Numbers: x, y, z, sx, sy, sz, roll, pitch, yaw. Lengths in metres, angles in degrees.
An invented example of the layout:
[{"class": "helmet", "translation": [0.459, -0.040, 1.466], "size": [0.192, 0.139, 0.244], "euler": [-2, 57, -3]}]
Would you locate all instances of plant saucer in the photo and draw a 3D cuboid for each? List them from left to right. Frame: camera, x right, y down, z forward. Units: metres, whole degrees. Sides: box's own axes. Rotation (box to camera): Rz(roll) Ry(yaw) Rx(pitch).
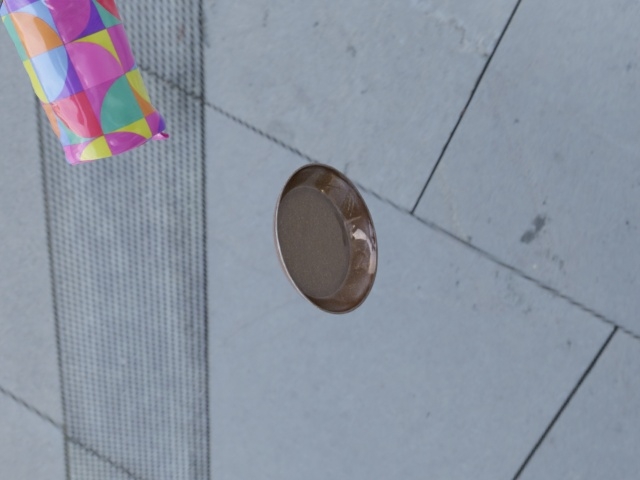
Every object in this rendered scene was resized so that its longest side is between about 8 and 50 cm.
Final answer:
[{"class": "plant saucer", "translation": [0.000, 0.000, 1.355], "size": [0.036, 0.198, 0.198], "euler": [-15, 107, 39]}]

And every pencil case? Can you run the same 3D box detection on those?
[{"class": "pencil case", "translation": [-0.219, -0.180, 0.921], "size": [0.104, 0.104, 0.236], "euler": [-13, 108, 25]}]

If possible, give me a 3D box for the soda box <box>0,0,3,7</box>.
[{"class": "soda box", "translation": [-0.302, -0.128, 0.794], "size": [0.063, 0.058, 0.183], "euler": [17, 89, 28]}]
